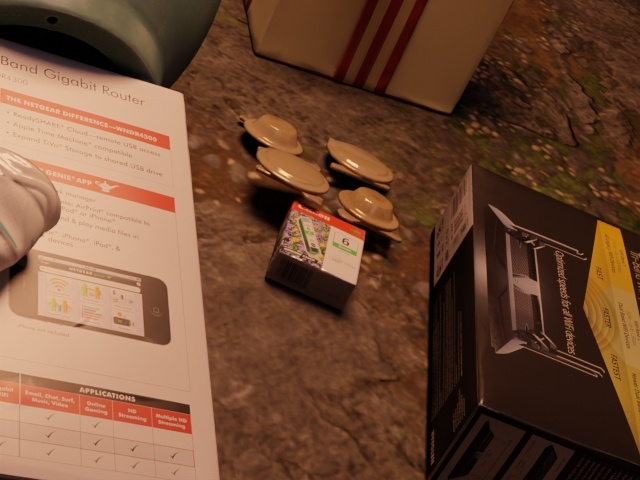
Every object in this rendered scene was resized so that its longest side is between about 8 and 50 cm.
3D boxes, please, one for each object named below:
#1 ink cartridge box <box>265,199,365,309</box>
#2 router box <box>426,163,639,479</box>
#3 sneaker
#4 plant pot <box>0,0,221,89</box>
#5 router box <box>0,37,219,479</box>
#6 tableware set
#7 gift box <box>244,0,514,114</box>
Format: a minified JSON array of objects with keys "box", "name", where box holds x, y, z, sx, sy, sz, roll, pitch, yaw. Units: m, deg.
[{"box":[0.000,0.000,0.977,0.063,0.029,0.115,24,32,-7],"name":"ink cartridge box"},{"box":[0.205,0.091,0.954,0.243,0.081,0.308,22,32,-8],"name":"router box"},{"box":[-0.203,-0.040,0.632,0.152,0.053,0.061,35,42,-7],"name":"sneaker"},{"box":[-0.197,-0.173,0.867,0.293,0.293,0.196,12,54,-24],"name":"plant pot"},{"box":[-0.227,0.007,0.677,0.336,0.082,0.301,15,45,-27],"name":"router box"},{"box":[0.003,-0.058,1.055,0.141,0.020,0.168,23,22,-18],"name":"tableware set"},{"box":[0.083,-0.295,1.242,0.255,0.258,0.276,11,35,-24],"name":"gift box"}]
